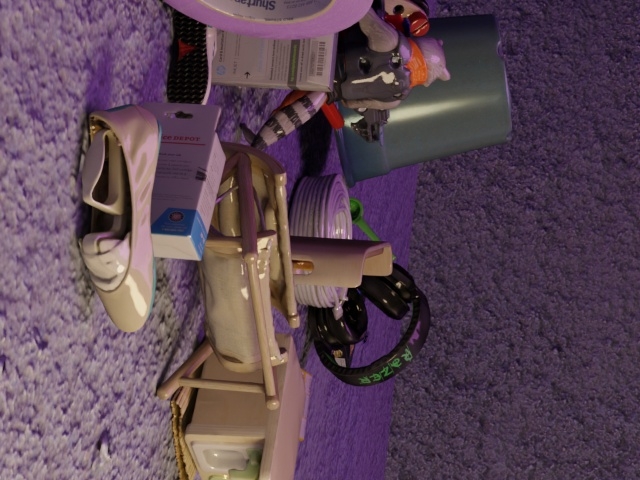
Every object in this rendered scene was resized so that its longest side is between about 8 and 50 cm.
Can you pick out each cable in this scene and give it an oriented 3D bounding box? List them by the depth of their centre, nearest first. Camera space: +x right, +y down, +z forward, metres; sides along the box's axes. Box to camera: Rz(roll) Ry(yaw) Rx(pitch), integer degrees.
[{"bbox_3d":[0.000,0.000,2.239,0.257,0.089,0.257,64,31,-65],"label":"cable"}]

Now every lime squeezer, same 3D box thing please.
[{"bbox_3d":[0.063,-0.059,2.444,0.110,0.059,0.310,60,-3,-35],"label":"lime squeezer"}]

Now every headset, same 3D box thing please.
[{"bbox_3d":[0.103,0.140,2.411,0.185,0.243,0.394,46,19,-41],"label":"headset"}]

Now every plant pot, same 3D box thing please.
[{"bbox_3d":[0.195,-0.293,2.295,0.341,0.334,0.341,-8,90,-84],"label":"plant pot"}]

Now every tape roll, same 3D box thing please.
[{"bbox_3d":[-0.068,-0.338,1.361,0.275,0.275,0.090,62,34,-68],"label":"tape roll"}]

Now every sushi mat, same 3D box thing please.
[{"bbox_3d":[-0.159,0.207,1.737,0.316,0.019,0.151,-67,158,-57],"label":"sushi mat"}]

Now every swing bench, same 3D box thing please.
[{"bbox_3d":[-0.116,0.040,1.532,0.254,0.165,0.253,-71,160,-52],"label":"swing bench"}]

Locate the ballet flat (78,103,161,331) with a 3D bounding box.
[{"bbox_3d":[-0.224,-0.023,1.255,0.086,0.086,0.248,-7,99,-78],"label":"ballet flat"}]

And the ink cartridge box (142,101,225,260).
[{"bbox_3d":[-0.174,-0.071,1.365,0.060,0.104,0.180,73,25,-59],"label":"ink cartridge box"}]

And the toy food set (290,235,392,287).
[{"bbox_3d":[-0.016,0.044,1.866,0.306,0.220,0.092,-13,107,-78],"label":"toy food set"}]

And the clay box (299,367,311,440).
[{"bbox_3d":[-0.068,0.287,2.100,0.222,0.053,0.127,50,46,-71],"label":"clay box"}]

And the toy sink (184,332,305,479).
[{"bbox_3d":[-0.107,0.266,1.643,0.152,0.131,0.234,78,16,-51],"label":"toy sink"}]

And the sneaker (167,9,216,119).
[{"bbox_3d":[-0.156,-0.230,1.507,0.075,0.057,0.161,12,79,-72],"label":"sneaker"}]

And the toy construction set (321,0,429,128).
[{"bbox_3d":[0.023,-0.374,1.925,0.237,0.258,0.308,55,36,-42],"label":"toy construction set"}]

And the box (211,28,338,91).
[{"bbox_3d":[-0.070,-0.279,1.582,0.038,0.186,0.145,27,68,-79],"label":"box"}]

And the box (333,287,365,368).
[{"bbox_3d":[0.054,0.152,2.621,0.175,0.051,0.220,81,19,-47],"label":"box"}]

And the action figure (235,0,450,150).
[{"bbox_3d":[0.038,-0.215,1.753,0.341,0.330,0.178,71,0,-48],"label":"action figure"}]
